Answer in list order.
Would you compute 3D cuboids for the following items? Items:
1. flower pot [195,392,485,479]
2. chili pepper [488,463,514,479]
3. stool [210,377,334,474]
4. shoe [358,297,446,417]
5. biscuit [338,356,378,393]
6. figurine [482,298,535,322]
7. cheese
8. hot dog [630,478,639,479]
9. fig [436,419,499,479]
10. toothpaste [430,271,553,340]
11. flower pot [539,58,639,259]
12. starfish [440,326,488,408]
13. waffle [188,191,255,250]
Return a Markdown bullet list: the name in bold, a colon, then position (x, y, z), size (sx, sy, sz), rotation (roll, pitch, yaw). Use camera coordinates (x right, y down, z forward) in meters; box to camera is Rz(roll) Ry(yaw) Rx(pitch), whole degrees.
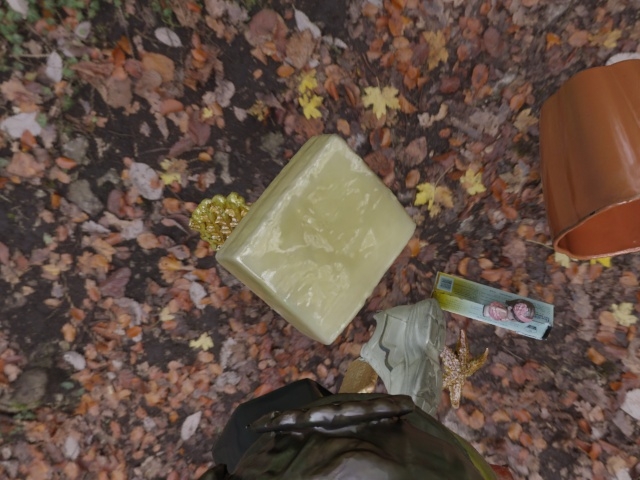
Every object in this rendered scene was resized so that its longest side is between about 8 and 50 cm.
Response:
- **flower pot**: position (0.017, 0.265, 0.513), size (0.301, 0.213, 0.302), rotation (0, 91, 1)
- **chili pepper**: position (0.396, 0.749, 1.755), size (0.305, 0.229, 0.251), rotation (10, 133, -14)
- **stool**: position (-0.048, 0.343, 0.996), size (0.232, 0.232, 0.141), rotation (-38, 50, 6)
- **shoe**: position (0.190, 0.310, 1.544), size (0.210, 0.132, 0.342), rotation (-8, 55, 34)
- **biscuit**: position (0.125, 0.410, 1.878), size (0.160, 0.250, 0.030), rotation (-39, 97, 24)
- **figurine**: position (0.435, 0.160, 1.439), size (0.072, 0.129, 0.054), rotation (28, 72, -32)
- **cheese**: position (0.000, 0.000, 1.029), size (0.242, 0.124, 0.266), rotation (44, 76, -25)
- **hot dog**: position (0.313, 0.397, 0.692), size (0.259, 0.114, 0.175), rotation (-34, 128, -12)
- **fig**: position (0.143, 0.365, 0.847), size (0.239, 0.239, 0.271), rotation (1, 103, 8)
- **toothpaste**: position (0.445, 0.168, 1.619), size (0.312, 0.089, 0.071), rotation (16, 129, 9)
- **flower pot**: position (0.328, -0.091, 0.675), size (0.190, 0.191, 0.173), rotation (-10, 70, 8)
- **starfish**: position (0.389, 0.355, 1.744), size (0.240, 0.043, 0.228), rotation (-22, 111, -29)
- **waffle**: position (-0.177, -0.020, 1.474), size (0.291, 0.291, 0.051), rotation (11, 60, 9)
